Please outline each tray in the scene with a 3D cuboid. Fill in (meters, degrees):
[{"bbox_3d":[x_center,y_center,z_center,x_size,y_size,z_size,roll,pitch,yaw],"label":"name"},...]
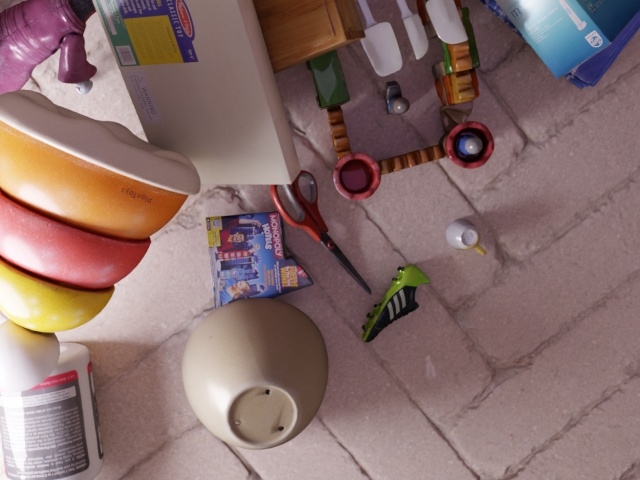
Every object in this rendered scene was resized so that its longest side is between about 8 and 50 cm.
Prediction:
[{"bbox_3d":[-0.141,-0.373,1.371,0.411,0.076,0.202,-13,99,35],"label":"tray"}]

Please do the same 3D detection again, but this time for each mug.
[{"bbox_3d":[0.289,-0.007,1.562,0.078,0.064,0.062,10,95,-5],"label":"mug"}]

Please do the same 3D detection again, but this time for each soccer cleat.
[{"bbox_3d":[0.147,0.132,1.572,0.072,0.060,0.178,34,91,-8],"label":"soccer cleat"}]

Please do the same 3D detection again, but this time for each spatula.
[{"bbox_3d":[0.122,-0.409,1.314,0.168,0.019,0.241,-23,98,2],"label":"spatula"}]

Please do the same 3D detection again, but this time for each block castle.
[{"bbox_3d":[0.121,-0.322,1.439,0.303,0.213,0.452,-15,97,-2],"label":"block castle"}]

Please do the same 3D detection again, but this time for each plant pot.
[{"bbox_3d":[-0.112,0.271,1.475,0.284,0.191,0.283,-3,109,-9],"label":"plant pot"}]

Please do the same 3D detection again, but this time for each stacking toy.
[{"bbox_3d":[-0.439,0.026,1.320,0.351,0.350,0.479,24,94,-6],"label":"stacking toy"}]

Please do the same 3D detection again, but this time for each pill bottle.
[{"bbox_3d":[-0.501,0.363,1.496,0.177,0.176,0.318,-6,97,-3],"label":"pill bottle"}]

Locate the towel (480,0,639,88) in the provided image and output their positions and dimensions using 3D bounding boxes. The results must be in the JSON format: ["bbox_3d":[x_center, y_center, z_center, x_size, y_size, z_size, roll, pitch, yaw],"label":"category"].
[{"bbox_3d":[0.461,-0.481,1.530,0.336,0.040,0.243,38,92,-7],"label":"towel"}]

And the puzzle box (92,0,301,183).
[{"bbox_3d":[-0.207,-0.277,1.358,0.272,0.052,0.408,3,128,25],"label":"puzzle box"}]

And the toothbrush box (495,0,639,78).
[{"bbox_3d":[0.408,-0.467,1.402,0.295,0.126,0.216,49,52,-6],"label":"toothbrush box"}]

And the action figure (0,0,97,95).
[{"bbox_3d":[-0.514,-0.363,1.374,0.370,0.276,0.248,-27,92,14],"label":"action figure"}]

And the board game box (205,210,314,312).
[{"bbox_3d":[-0.114,0.041,1.543,0.194,0.060,0.194,-5,97,-4],"label":"board game box"}]

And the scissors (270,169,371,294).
[{"bbox_3d":[0.000,0.000,1.542,0.109,0.021,0.297,-36,104,-39],"label":"scissors"}]
